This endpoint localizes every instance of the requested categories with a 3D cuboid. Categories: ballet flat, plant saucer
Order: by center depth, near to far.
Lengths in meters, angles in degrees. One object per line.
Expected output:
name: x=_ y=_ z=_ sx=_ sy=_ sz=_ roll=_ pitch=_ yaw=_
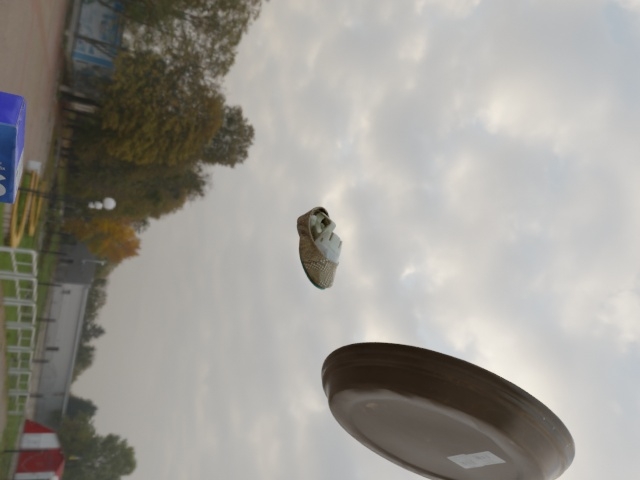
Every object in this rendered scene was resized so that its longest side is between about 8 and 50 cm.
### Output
plant saucer: x=0.123 y=0.205 z=0.563 sx=0.278 sy=0.278 sz=0.041 roll=-43 pitch=-165 yaw=53
ballet flat: x=0.000 y=0.000 z=0.865 sx=0.067 sy=0.073 sz=0.206 roll=-45 pitch=-150 yaw=17

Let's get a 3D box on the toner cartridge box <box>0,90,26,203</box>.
toner cartridge box: x=-0.611 y=-0.157 z=0.712 sx=0.165 sy=0.348 sz=0.075 roll=-57 pitch=-145 yaw=41
